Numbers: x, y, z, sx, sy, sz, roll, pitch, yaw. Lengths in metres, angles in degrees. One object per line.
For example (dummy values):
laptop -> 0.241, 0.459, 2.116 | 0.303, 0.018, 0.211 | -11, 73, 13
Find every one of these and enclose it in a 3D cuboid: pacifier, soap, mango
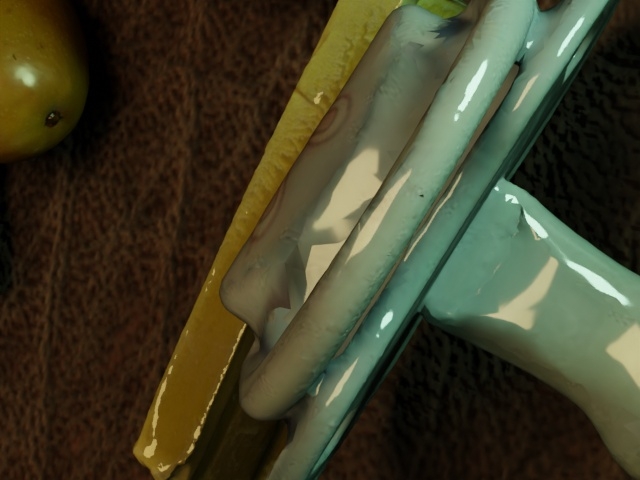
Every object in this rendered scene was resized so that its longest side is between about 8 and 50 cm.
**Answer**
pacifier -> 0.088, 0.020, 0.714 | 0.226, 0.238, 0.287 | 30, 89, 3
soap -> -0.001, 0.000, 0.830 | 0.037, 0.092, 0.252 | 30, 98, 34
mango -> -0.184, -0.114, 0.981 | 0.102, 0.085, 0.184 | -21, 51, -15
